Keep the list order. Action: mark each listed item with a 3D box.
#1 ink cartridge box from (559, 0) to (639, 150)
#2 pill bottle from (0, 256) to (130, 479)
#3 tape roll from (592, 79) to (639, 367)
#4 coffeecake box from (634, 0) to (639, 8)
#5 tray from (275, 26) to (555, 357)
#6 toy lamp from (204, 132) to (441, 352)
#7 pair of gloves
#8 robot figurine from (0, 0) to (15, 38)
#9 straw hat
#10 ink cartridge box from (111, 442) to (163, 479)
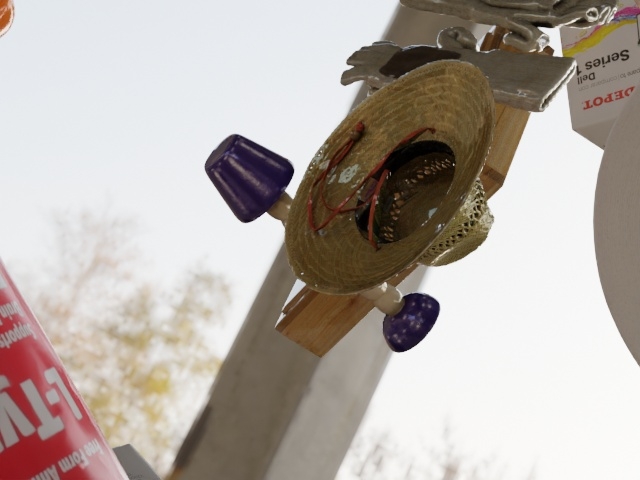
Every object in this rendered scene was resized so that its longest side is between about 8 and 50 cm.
[{"bbox_3d":[0.433,-0.282,1.875,0.201,0.278,0.117,-16,-21,33],"label":"ink cartridge box"},{"bbox_3d":[-0.226,0.191,0.863,0.408,0.229,0.229,60,-19,1],"label":"pill bottle"},{"bbox_3d":[0.386,-0.008,0.986,0.392,0.392,0.072,19,26,22],"label":"tape roll"},{"bbox_3d":[0.378,-0.288,1.434,0.185,0.068,0.142,51,-22,-21],"label":"coffeecake box"},{"bbox_3d":[0.091,-0.047,1.518,0.076,0.203,0.411,31,-37,-7],"label":"tray"},{"bbox_3d":[0.000,0.000,1.372,0.274,0.080,0.080,43,-21,-20],"label":"toy lamp"},{"bbox_3d":[0.144,-0.177,1.244,0.204,0.240,0.042,7,-51,26],"label":"pair of gloves"},{"bbox_3d":[-0.160,-0.134,0.480,0.158,0.219,0.128,53,-30,-10],"label":"robot figurine"},{"bbox_3d":[0.052,-0.018,0.702,0.061,0.144,0.144,35,-19,-30],"label":"straw hat"},{"bbox_3d":[-0.204,0.452,1.592,0.160,0.279,0.384,-12,31,-33],"label":"ink cartridge box"}]
